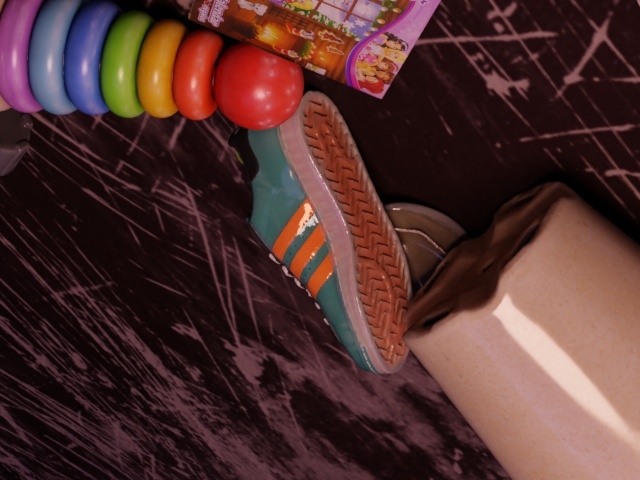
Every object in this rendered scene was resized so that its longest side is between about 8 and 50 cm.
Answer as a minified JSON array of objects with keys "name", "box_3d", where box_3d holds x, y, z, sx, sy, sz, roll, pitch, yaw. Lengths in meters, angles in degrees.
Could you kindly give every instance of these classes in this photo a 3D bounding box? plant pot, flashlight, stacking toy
[{"name":"plant pot","box_3d":[0.261,0.119,1.448,0.305,0.334,0.334,45,138,-10]},{"name":"flashlight","box_3d":[-0.423,-0.063,1.711,0.103,0.103,0.304,11,149,-31]},{"name":"stacking toy","box_3d":[-0.176,-0.177,1.430,0.330,0.141,0.141,8,141,11]}]

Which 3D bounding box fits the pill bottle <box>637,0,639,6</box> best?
[{"name":"pill bottle","box_3d":[0.350,-0.147,1.206,0.119,0.119,0.208,-12,131,36]}]

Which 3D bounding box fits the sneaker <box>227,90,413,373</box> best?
[{"name":"sneaker","box_3d":[0.000,0.000,1.506,0.121,0.108,0.302,-15,99,37]}]

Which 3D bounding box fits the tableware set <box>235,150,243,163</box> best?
[{"name":"tableware set","box_3d":[-0.023,-0.054,1.582,0.104,0.024,0.154,-6,135,33]}]

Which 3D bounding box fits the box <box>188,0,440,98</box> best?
[{"name":"box","box_3d":[0.010,-0.249,1.255,0.201,0.057,0.293,21,153,-5]}]

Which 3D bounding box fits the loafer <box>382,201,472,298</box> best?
[{"name":"loafer","box_3d":[0.137,0.054,1.580,0.251,0.087,0.094,41,139,-23]}]
